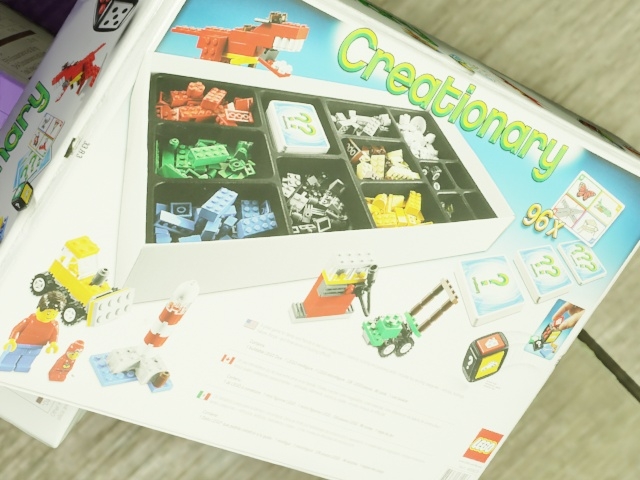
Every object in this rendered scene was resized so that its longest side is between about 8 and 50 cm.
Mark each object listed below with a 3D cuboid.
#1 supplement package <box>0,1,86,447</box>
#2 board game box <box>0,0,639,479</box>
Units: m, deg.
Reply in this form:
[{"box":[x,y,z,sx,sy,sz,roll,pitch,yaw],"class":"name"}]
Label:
[{"box":[-0.177,-0.039,0.891,0.244,0.134,0.139,32,102,0],"class":"supplement package"},{"box":[0.000,0.000,0.823,0.305,0.053,0.193,23,105,-43],"class":"board game box"}]
